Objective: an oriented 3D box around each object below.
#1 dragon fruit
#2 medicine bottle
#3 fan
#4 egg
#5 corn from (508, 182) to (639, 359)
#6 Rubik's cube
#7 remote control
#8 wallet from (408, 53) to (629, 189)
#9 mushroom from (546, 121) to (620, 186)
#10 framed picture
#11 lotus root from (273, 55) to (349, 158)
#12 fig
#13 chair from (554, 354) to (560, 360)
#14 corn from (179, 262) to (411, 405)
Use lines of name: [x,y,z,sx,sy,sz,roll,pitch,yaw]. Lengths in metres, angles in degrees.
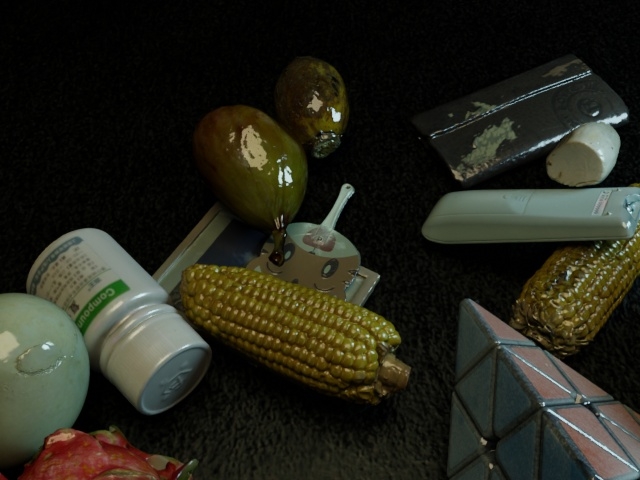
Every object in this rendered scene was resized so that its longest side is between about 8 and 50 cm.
dragon fruit: [-0.235,0.322,0.840,0.231,0.237,0.302,-5,39,-29]
medicine bottle: [-0.255,0.102,1.057,0.139,0.139,0.237,-37,62,-24]
fan: [0.000,0.000,1.184,0.153,0.008,0.226,19,56,16]
egg: [-0.364,0.164,0.953,0.187,0.253,0.186,21,47,-24]
corn: [0.364,0.035,1.113,0.115,0.115,0.318,34,59,24]
Rubik's cube: [0.239,0.219,0.877,0.229,0.228,0.233,1,38,38]
remote control: [0.283,-0.040,1.135,0.293,0.051,0.103,1,36,34]
wallet: [0.316,-0.197,1.325,0.321,0.044,0.170,-22,57,-14]
mushroom: [0.387,-0.131,1.193,0.081,0.092,0.223,37,27,11]
framed picture: [-0.086,0.067,1.152,0.281,0.019,0.209,23,57,18]
lotus root: [-0.017,-0.218,1.300,0.120,0.120,0.209,-9,54,-5]
fig: [-0.083,-0.075,1.164,0.145,0.170,0.274,-36,51,18]
chair: [0.303,0.202,1.003,0.213,0.084,0.101,0,57,1]
corn: [-0.037,0.112,1.035,0.322,0.119,0.119,17,55,20]
